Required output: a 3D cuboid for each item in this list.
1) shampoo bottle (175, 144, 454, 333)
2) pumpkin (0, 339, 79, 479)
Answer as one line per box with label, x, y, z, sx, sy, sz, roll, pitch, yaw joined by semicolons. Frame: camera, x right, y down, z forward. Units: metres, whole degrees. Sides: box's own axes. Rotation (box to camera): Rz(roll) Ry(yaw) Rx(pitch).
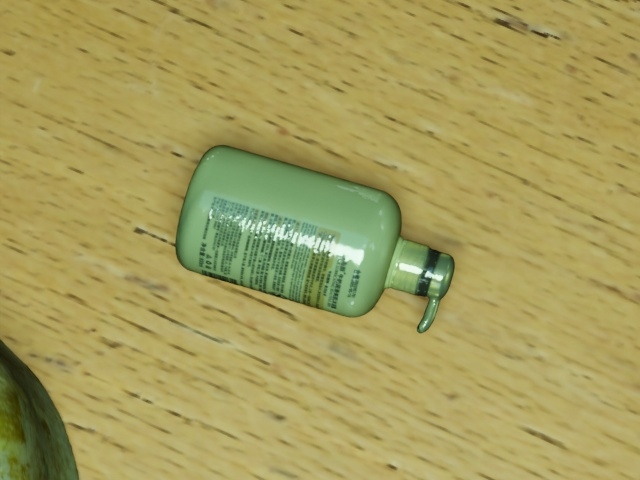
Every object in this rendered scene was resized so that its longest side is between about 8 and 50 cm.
shampoo bottle;0.000;0.000;1.153;0.162;0.079;0.079;16;76;5
pumpkin;-0.307;0.157;1.062;0.332;0.199;0.332;0;78;2
